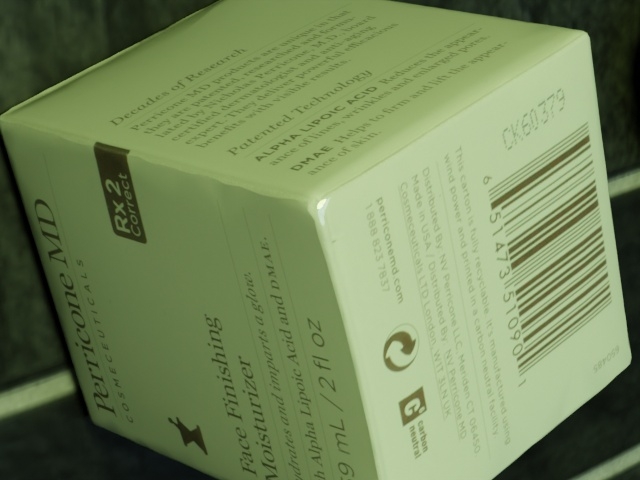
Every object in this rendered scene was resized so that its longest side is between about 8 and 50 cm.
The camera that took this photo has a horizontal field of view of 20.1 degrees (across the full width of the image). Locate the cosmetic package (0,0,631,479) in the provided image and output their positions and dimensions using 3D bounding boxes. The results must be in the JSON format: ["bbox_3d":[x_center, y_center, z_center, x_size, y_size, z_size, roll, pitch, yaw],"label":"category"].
[{"bbox_3d":[0.000,0.000,0.716,0.151,0.184,0.151,-33,123,-35],"label":"cosmetic package"}]
